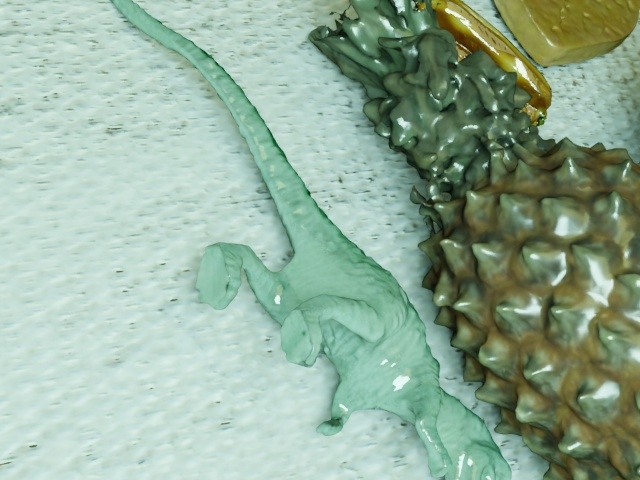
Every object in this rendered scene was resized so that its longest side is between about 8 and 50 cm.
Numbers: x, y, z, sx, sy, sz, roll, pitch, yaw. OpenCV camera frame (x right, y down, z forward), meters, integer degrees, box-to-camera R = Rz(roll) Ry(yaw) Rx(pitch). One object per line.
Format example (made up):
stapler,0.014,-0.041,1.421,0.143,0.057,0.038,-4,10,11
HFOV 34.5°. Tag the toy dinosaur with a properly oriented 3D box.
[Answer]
toy dinosaur,-0.021,0.006,0.533,0.383,0.076,0.129,58,23,3

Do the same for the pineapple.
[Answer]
pineapple,0.107,-0.016,0.582,0.175,0.175,0.361,-25,65,-33

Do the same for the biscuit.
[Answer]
biscuit,0.187,-0.216,0.786,0.142,0.029,0.221,30,56,-11

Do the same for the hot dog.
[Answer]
hot dog,0.106,-0.119,0.690,0.122,0.049,0.037,41,18,-8
